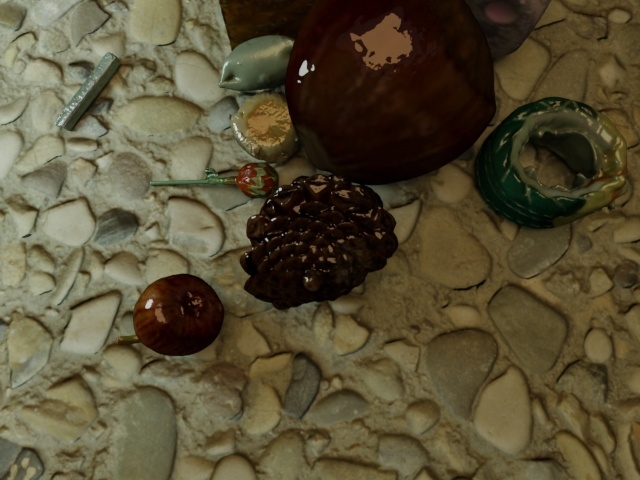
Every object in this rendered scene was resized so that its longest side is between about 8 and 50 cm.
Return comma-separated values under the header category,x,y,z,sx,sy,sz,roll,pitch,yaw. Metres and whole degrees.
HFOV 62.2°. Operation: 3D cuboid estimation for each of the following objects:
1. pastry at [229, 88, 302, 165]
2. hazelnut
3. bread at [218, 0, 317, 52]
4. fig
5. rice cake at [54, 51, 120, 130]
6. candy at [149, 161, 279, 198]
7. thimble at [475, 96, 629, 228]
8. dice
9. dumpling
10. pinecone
category,x,y,z,sx,sy,sz,roll,pitch,yaw
pastry,-0.111,-0.246,1.159,0.166,0.088,0.165,0,78,-1
hazelnut,0.125,-0.300,1.030,0.421,0.420,0.352,-24,50,-6
bread,-0.085,-0.548,1.119,0.279,0.279,0.206,-13,79,-1
fig,-0.296,0.161,1.065,0.175,0.207,0.175,18,52,-25
rice cake,-0.520,-0.333,1.192,0.033,0.033,0.207,31,81,14
candy,-0.231,-0.128,1.155,0.288,0.084,0.077,-1,78,8
thimble,0.484,-0.155,1.118,0.288,0.167,0.254,23,81,4
dice,0.362,-0.583,1.139,0.271,0.270,0.270,24,80,3
dumpling,-0.119,-0.373,1.149,0.217,0.149,0.104,-22,80,-2
pinecone,-0.002,-0.006,1.021,0.299,0.296,0.242,-24,94,16
